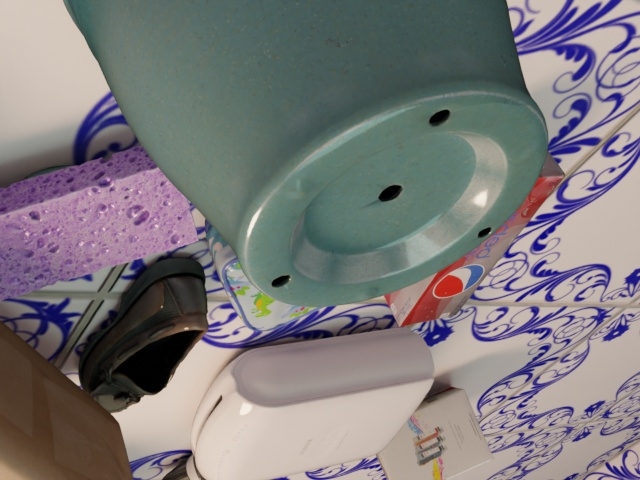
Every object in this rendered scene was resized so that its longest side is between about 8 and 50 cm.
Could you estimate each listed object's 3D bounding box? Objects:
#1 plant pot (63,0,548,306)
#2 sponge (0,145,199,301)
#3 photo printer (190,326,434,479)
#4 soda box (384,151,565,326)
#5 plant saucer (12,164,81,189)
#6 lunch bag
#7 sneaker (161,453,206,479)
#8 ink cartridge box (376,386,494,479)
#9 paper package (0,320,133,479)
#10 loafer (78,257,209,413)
[{"bbox_3d":[-0.002,-0.109,0.518,0.271,0.255,0.272,-18,149,-11],"label":"plant pot"},{"bbox_3d":[-0.213,-0.009,0.697,0.210,0.031,0.117,-19,149,-11],"label":"sponge"},{"bbox_3d":[-0.024,0.235,1.169,0.307,0.107,0.256,-4,143,-27],"label":"photo printer"},{"bbox_3d":[0.155,-0.013,0.944,0.092,0.083,0.263,-7,145,-28],"label":"soda box"},{"bbox_3d":[-0.220,-0.028,0.718,0.119,0.021,0.119,-18,149,-11],"label":"plant saucer"},{"bbox_3d":[0.000,0.000,0.848,0.219,0.090,0.176,-23,148,-3],"label":"lunch bag"},{"bbox_3d":[-0.178,0.402,1.361,0.106,0.078,0.234,-28,146,11],"label":"sneaker"},{"bbox_3d":[0.179,0.340,1.428,0.176,0.127,0.128,-22,174,-3],"label":"ink cartridge box"},{"bbox_3d":[-0.386,0.222,0.778,0.309,0.168,0.325,-27,136,3],"label":"paper package"},{"bbox_3d":[-0.194,0.128,0.912,0.096,0.084,0.267,0,141,-35],"label":"loafer"}]
